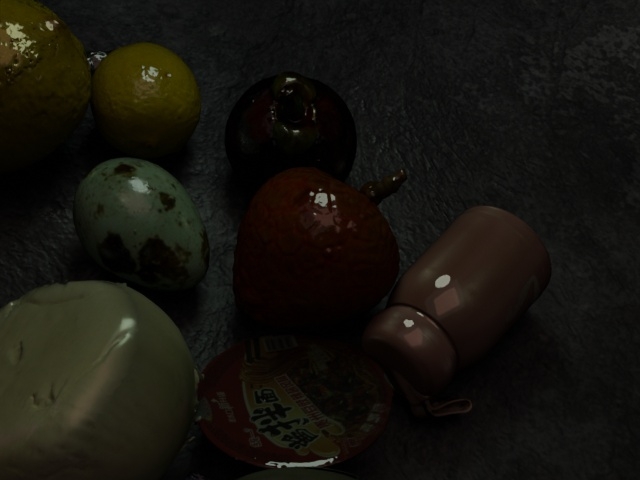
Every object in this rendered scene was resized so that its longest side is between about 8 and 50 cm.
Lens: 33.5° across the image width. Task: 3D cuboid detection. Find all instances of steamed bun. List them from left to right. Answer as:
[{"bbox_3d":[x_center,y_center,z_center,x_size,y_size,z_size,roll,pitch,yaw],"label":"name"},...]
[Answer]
[{"bbox_3d":[-0.313,0.225,1.331,0.333,0.233,0.312,2,51,42],"label":"steamed bun"}]

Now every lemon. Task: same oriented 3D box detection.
[{"bbox_3d":[-0.492,-0.229,1.610,0.310,0.258,0.258,-44,65,11],"label":"lemon"},{"bbox_3d":[-0.280,-0.227,1.698,0.178,0.178,0.203,-7,57,-14],"label":"lemon"}]

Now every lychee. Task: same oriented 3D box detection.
[{"bbox_3d":[0.000,0.000,1.525,0.255,0.255,0.300,34,91,15],"label":"lychee"}]

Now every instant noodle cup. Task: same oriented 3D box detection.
[{"bbox_3d":[-0.037,0.240,1.434,0.273,0.091,0.274,1,34,0],"label":"instant noodle cup"}]

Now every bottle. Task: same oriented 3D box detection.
[{"bbox_3d":[0.201,0.109,1.546,0.297,0.173,0.206,-43,104,-31],"label":"bottle"}]

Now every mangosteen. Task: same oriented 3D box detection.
[{"bbox_3d":[-0.047,-0.173,1.675,0.216,0.216,0.216,4,54,-6],"label":"mangosteen"}]

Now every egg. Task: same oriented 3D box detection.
[{"bbox_3d":[-0.259,-0.019,1.561,0.231,0.169,0.169,42,58,3],"label":"egg"}]

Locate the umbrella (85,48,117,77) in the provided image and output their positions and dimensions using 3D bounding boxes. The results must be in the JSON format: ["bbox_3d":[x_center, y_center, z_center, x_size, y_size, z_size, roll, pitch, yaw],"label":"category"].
[{"bbox_3d":[-0.440,-0.288,1.778,0.235,0.059,0.066,-3,60,-19],"label":"umbrella"}]

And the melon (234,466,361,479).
[{"bbox_3d":[-0.017,0.398,1.239,0.330,0.268,0.269,18,54,3],"label":"melon"}]

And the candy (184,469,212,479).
[{"bbox_3d":[-0.203,0.436,1.311,0.088,0.061,0.312,27,56,9],"label":"candy"}]
